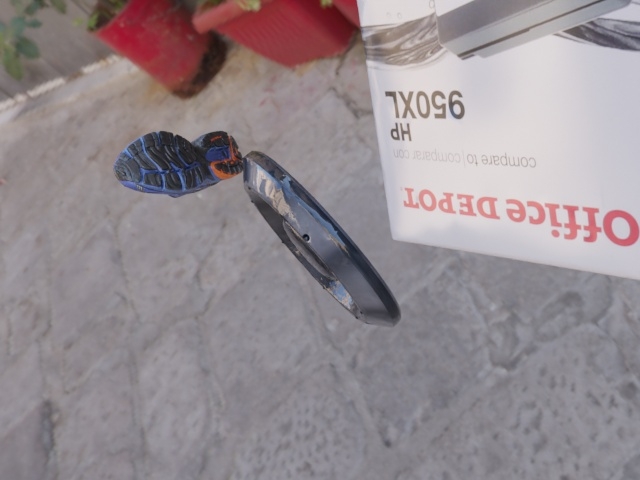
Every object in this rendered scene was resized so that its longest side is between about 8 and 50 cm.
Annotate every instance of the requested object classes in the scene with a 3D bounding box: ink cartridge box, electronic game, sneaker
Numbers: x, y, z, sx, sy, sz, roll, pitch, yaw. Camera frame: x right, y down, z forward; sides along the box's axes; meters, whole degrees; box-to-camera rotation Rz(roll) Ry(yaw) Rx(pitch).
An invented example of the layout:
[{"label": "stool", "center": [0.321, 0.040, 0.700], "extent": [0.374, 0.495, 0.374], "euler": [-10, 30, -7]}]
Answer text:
[{"label": "ink cartridge box", "center": [0.167, -0.188, 0.661], "extent": [0.166, 0.395, 0.285], "euler": [-19, 17, -32]}, {"label": "electronic game", "center": [0.000, 0.000, 0.960], "extent": [0.048, 0.229, 0.229], "euler": [-42, 33, -7]}, {"label": "sneaker", "center": [-0.186, -0.086, 1.209], "extent": [0.087, 0.221, 0.083], "euler": [-30, 80, 29]}]
